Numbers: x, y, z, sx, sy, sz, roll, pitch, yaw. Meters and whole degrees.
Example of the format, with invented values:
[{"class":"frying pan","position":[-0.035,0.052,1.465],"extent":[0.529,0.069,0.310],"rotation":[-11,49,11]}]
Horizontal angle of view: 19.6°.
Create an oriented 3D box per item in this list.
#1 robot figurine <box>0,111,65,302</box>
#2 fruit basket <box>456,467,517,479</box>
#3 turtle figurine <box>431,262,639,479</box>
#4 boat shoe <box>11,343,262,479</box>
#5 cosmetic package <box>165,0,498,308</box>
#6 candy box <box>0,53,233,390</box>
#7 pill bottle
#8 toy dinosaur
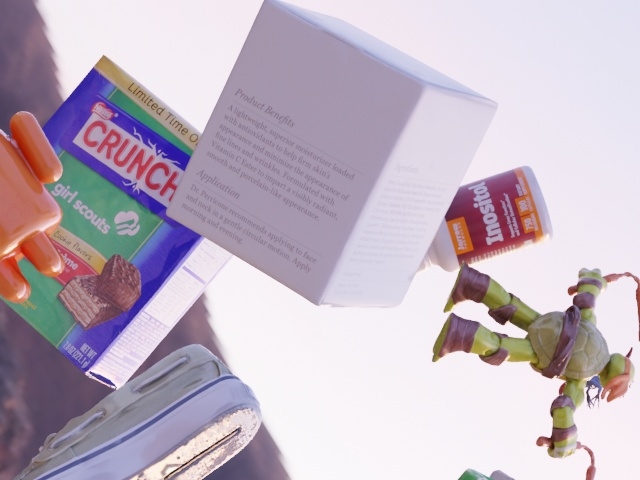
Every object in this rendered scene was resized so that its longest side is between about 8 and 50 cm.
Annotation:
[{"class":"robot figurine","position":[-0.335,-0.044,1.784],"extent":[0.158,0.128,0.219],"rotation":[-40,-93,34]},{"class":"fruit basket","position":[0.122,0.378,1.509],"extent":[0.165,0.353,0.327],"rotation":[19,0,-9]},{"class":"turtle figurine","position":[0.225,0.116,1.843],"extent":[0.217,0.269,0.087],"rotation":[20,-27,-4]},{"class":"boat shoe","position":[-0.194,0.199,1.592],"extent":[0.094,0.302,0.109],"rotation":[47,-22,36]},{"class":"cosmetic package","position":[0.011,-0.063,1.398],"extent":[0.151,0.183,0.151],"rotation":[31,11,24]},{"class":"candy box","position":[-0.259,-0.022,2.298],"extent":[0.268,0.317,0.122],"rotation":[39,-3,20]},{"class":"pill bottle","position":[0.159,-0.017,1.928],"extent":[0.086,0.152,0.086],"rotation":[-19,90,-88]},{"class":"toy dinosaur","position":[0.317,0.163,2.143],"extent":[0.047,0.082,0.090],"rotation":[121,-21,-60]}]
